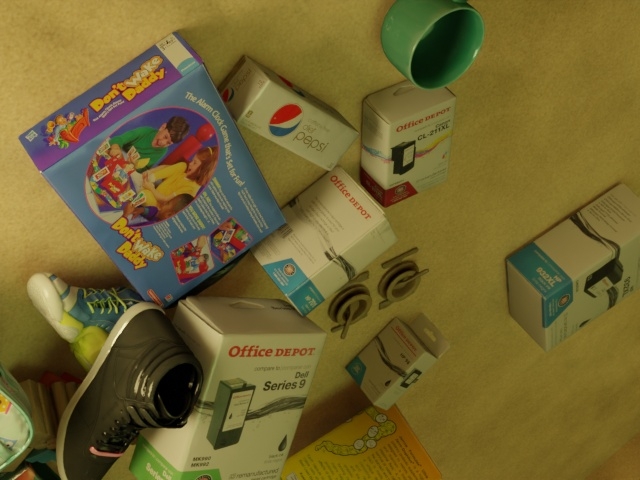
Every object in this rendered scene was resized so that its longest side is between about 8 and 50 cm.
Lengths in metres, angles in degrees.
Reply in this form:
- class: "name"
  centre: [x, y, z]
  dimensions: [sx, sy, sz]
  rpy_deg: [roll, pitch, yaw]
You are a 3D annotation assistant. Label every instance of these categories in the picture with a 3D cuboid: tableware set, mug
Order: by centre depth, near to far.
- class: "mug"
  centre: [0.158, -0.299, 1.431]
  dimensions: [0.158, 0.097, 0.129]
  rpy_deg: [-44, 143, 4]
- class: "tableware set"
  centre: [0.106, 0.103, 1.857]
  dimensions: [0.194, 0.039, 0.128]
  rpy_deg: [-25, 141, -21]

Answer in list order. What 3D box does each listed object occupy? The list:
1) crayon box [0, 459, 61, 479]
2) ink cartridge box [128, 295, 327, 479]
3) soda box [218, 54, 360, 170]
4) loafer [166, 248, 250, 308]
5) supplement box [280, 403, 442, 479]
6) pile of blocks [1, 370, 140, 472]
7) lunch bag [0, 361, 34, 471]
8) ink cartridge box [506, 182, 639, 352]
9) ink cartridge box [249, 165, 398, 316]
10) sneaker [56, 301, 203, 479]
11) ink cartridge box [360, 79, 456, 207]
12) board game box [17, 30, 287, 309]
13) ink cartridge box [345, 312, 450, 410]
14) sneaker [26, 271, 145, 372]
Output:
- class: "crayon box"
  centre: [-0.451, 0.493, 1.638]
  dimensions: [0.202, 0.081, 0.318]
  rpy_deg: [-38, 122, -4]
- class: "ink cartridge box"
  centre: [-0.138, 0.239, 1.537]
  dimensions: [0.211, 0.121, 0.289]
  rpy_deg: [3, 111, -43]
- class: "soda box"
  centre: [-0.043, -0.172, 1.410]
  dimensions: [0.074, 0.069, 0.216]
  rpy_deg: [-51, 144, 13]
- class: "loafer"
  centre: [-0.179, 0.044, 1.534]
  dimensions: [0.170, 0.062, 0.061]
  rpy_deg: [-31, 165, -8]
- class: "supplement box"
  centre: [0.031, 0.490, 2.021]
  dimensions: [0.356, 0.195, 0.194]
  rpy_deg: [-31, 165, -13]
- class: "pile of blocks"
  centre: [-0.420, 0.256, 1.502]
  dimensions: [0.362, 0.112, 0.149]
  rpy_deg: [6, 143, -40]
- class: "lunch bag"
  centre: [-0.500, 0.192, 1.257]
  dimensions: [0.224, 0.108, 0.279]
  rpy_deg: [-37, 113, -2]
- class: "ink cartridge box"
  centre: [0.547, 0.058, 2.129]
  dimensions: [0.307, 0.129, 0.223]
  rpy_deg: [-33, 143, -11]
- class: "ink cartridge box"
  centre: [0.000, 0.000, 1.567]
  dimensions: [0.190, 0.139, 0.082]
  rpy_deg: [-38, 143, -4]
- class: "sneaker"
  centre: [-0.262, 0.244, 1.402]
  dimensions: [0.104, 0.147, 0.296]
  rpy_deg: [17, 103, -45]
- class: "ink cartridge box"
  centre: [0.133, -0.153, 1.583]
  dimensions: [0.127, 0.072, 0.175]
  rpy_deg: [-24, 142, -20]
- class: "board game box"
  centre: [-0.205, -0.075, 1.357]
  dimensions: [0.233, 0.078, 0.347]
  rpy_deg: [-35, 144, -7]
- class: "ink cartridge box"
  centre: [0.148, 0.223, 1.967]
  dimensions: [0.180, 0.104, 0.060]
  rpy_deg: [-46, 143, 7]
- class: "sneaker"
  centre: [-0.318, 0.089, 1.435]
  dimensions: [0.126, 0.091, 0.240]
  rpy_deg: [-41, 153, -17]
